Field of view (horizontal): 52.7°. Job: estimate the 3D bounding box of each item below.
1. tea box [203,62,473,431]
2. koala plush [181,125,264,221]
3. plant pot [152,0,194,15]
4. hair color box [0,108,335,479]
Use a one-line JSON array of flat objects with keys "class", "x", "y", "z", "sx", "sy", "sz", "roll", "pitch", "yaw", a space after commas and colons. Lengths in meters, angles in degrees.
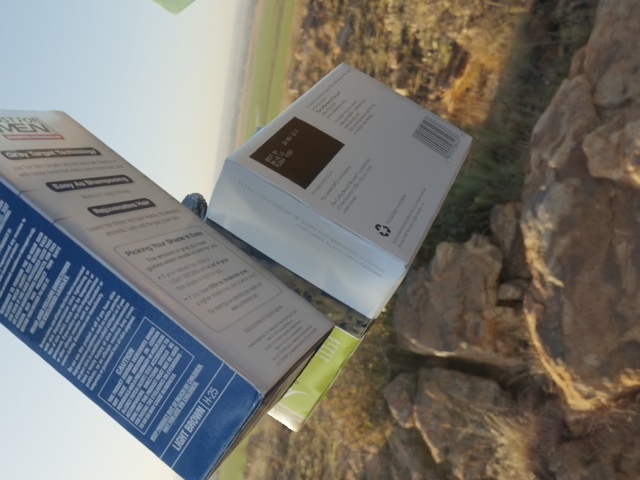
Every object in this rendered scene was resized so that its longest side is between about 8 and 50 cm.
[{"class": "tea box", "x": 0.000, "y": 0.000, "z": 0.845, "sx": 0.329, "sy": 0.220, "sz": 0.323, "roll": -53, "pitch": -7, "yaw": -50}, {"class": "koala plush", "x": -0.102, "y": -0.072, "z": 1.115, "sx": 0.221, "sy": 0.196, "sz": 0.203, "roll": -57, "pitch": -14, "yaw": 25}, {"class": "plant pot", "x": -0.104, "y": -0.374, "z": 0.480, "sx": 0.248, "sy": 0.252, "sz": 0.247, "roll": 14, "pitch": -123, "yaw": -68}, {"class": "hair color box", "x": -0.172, "y": 0.025, "z": 0.549, "sx": 0.105, "sy": 0.347, "sz": 0.174, "roll": -55, "pitch": -9, "yaw": 18}]
